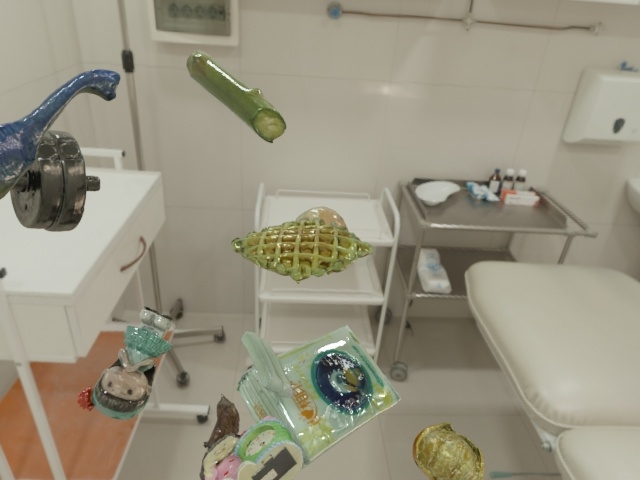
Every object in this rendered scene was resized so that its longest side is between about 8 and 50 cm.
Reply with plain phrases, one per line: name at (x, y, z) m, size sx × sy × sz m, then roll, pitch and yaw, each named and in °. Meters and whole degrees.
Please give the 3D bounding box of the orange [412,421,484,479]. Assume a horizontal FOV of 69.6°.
orange at (0.281, 0.475, 1.008) m, size 0.157 × 0.156 × 0.134 m, roll 24°, pitch 58°, yaw 30°

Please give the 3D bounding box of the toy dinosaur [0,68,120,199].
toy dinosaur at (-0.303, -0.085, 0.380) m, size 0.075 × 0.188 × 0.248 m, roll 46°, pitch 21°, yaw 16°

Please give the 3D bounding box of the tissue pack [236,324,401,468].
tissue pack at (0.002, 0.433, 1.312) m, size 0.388 × 0.162 × 0.287 m, roll -13°, pitch 55°, yaw -44°

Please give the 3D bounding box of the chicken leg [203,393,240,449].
chicken leg at (-0.330, 0.642, 1.572) m, size 0.105 × 0.063 × 0.233 m, roll 15°, pitch 49°, yaw -2°

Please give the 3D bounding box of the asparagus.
asparagus at (-0.161, -0.269, 0.842) m, size 0.060 × 0.067 × 0.278 m, roll -11°, pitch 42°, yaw -44°

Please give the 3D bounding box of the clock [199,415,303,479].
clock at (-0.143, 0.434, 0.909) m, size 0.194 × 0.100 × 0.195 m, roll -34°, pitch 13°, yaw -22°

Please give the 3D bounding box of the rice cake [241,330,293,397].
rice cake at (-0.132, 0.300, 1.133) m, size 0.080 × 0.042 × 0.222 m, roll 33°, pitch 4°, yaw -31°

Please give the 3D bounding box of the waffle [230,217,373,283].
waffle at (-0.035, 0.012, 0.839) m, size 0.208 × 0.054 × 0.214 m, roll -23°, pitch 33°, yaw -36°

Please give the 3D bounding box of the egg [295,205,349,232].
egg at (0.000, 0.000, 1.420) m, size 0.195 × 0.233 × 0.194 m, roll -3°, pitch 50°, yaw 4°

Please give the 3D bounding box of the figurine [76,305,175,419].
figurine at (-0.417, 0.270, 1.020) m, size 0.138 × 0.110 × 0.245 m, roll 19°, pitch 74°, yaw 11°

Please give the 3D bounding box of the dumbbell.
dumbbell at (-0.555, -0.100, 0.741) m, size 0.185 × 0.185 × 0.388 m, roll 28°, pitch 21°, yaw 36°
